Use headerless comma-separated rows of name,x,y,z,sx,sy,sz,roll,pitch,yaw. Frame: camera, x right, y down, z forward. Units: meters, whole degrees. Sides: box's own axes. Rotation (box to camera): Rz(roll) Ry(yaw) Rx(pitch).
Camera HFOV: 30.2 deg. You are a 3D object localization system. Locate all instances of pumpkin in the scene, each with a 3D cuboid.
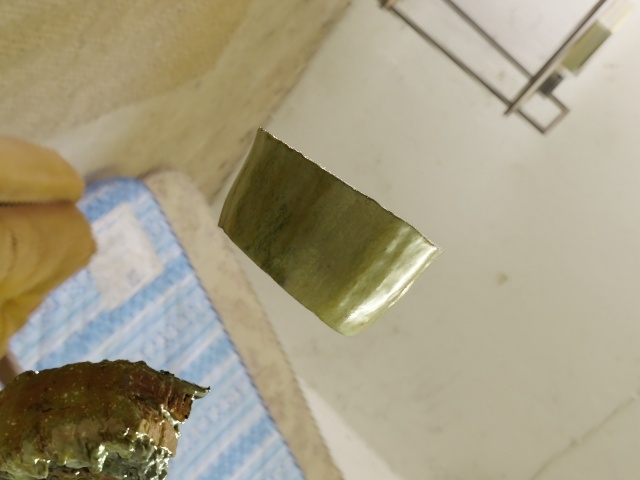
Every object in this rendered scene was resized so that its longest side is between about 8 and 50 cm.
pumpkin,0.000,0.000,1.758,0.199,0.332,0.332,-58,174,-1

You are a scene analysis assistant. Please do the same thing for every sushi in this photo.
sushi,-0.274,0.239,1.427,0.274,0.139,0.184,-13,136,12
